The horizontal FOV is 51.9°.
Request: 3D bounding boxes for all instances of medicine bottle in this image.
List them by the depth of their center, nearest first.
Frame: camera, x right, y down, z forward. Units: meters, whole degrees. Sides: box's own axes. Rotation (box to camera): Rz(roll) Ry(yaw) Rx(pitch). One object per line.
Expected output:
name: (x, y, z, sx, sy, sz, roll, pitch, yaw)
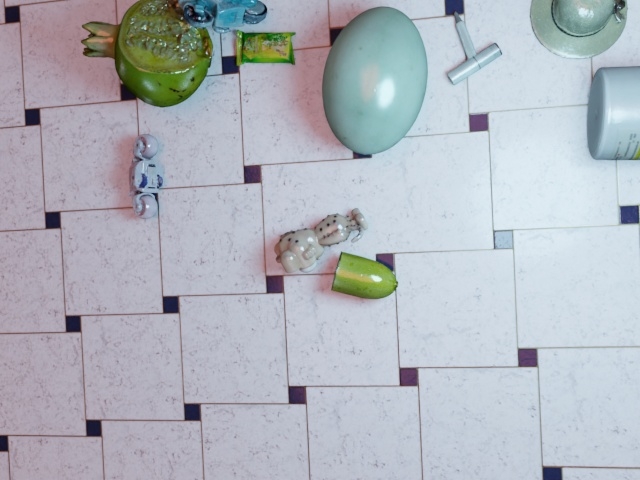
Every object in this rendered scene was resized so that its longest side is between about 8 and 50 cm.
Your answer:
medicine bottle: (0.806, -0.316, 1.642, 0.232, 0.238, 0.237, 1, 91, 12)

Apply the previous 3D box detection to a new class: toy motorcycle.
toy motorcycle: (-0.285, -0.670, 1.835, 0.260, 0.154, 0.206, -18, 62, -31)
toy motorcycle: (-0.534, -0.192, 1.972, 0.112, 0.112, 0.254, 2, 93, 10)

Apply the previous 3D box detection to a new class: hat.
hat: (0.686, -0.614, 1.712, 0.257, 0.130, 0.257, 0, 92, 10)

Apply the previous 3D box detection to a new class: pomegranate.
pomegranate: (-0.487, -0.523, 1.868, 0.359, 0.216, 0.309, 5, 66, -7)

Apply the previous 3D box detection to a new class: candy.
candy: (-0.159, -0.561, 1.919, 0.178, 0.032, 0.102, 4, 92, 10)

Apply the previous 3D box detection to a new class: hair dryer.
hair dryer: (0.387, -0.544, 1.819, 0.155, 0.044, 0.183, -32, 80, 8)

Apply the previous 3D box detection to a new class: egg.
egg: (0.143, -0.421, 1.742, 0.276, 0.276, 0.388, 12, 91, 10)

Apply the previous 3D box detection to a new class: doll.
doll: (0.000, -0.001, 1.846, 0.278, 0.154, 0.119, -24, 115, 8)

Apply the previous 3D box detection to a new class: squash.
squash: (0.126, 0.103, 1.840, 0.187, 0.123, 0.123, 12, 93, 7)
